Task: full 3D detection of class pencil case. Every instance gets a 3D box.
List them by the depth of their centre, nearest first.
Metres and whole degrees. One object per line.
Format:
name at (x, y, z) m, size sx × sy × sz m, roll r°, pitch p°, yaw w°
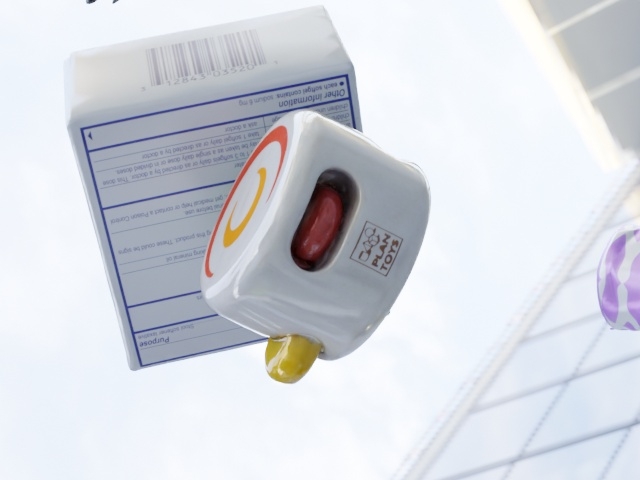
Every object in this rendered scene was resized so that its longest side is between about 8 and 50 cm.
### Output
pencil case at (0.301, 0.042, 1.104) m, size 0.086 × 0.206 × 0.088 m, roll -50°, pitch -44°, yaw -32°

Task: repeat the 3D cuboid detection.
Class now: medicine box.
medicine box at (-0.089, -0.049, 1.491) m, size 0.149 × 0.264 × 0.289 m, roll -107°, pitch 7°, yaw -57°

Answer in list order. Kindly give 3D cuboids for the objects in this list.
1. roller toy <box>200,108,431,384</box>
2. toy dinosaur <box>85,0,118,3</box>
roller toy at (0.000, 0.000, 1.309) m, size 0.146 × 0.191 × 0.209 m, roll 26°, pitch -143°, yaw -16°
toy dinosaur at (-0.164, -0.252, 0.998) m, size 0.296 × 0.200 × 0.127 m, roll 36°, pitch -98°, yaw -16°
